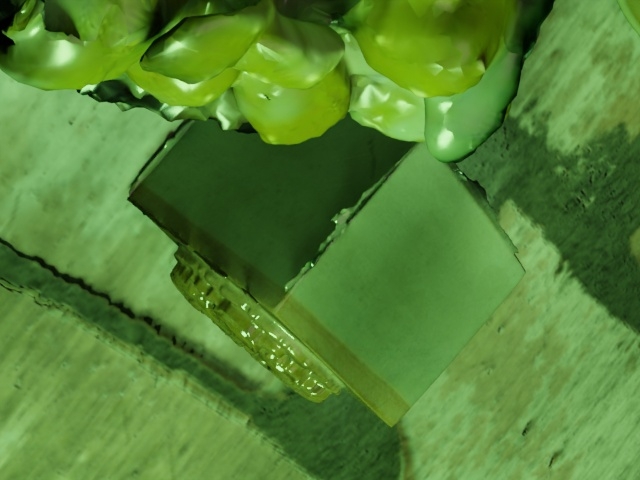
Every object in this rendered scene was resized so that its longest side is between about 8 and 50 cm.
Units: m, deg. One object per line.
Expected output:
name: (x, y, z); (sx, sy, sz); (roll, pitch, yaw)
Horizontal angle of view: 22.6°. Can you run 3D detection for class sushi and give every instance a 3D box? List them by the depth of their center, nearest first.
sushi: (0.008, -0.179, 0.685); (0.328, 0.285, 0.328); (30, 92, -48)

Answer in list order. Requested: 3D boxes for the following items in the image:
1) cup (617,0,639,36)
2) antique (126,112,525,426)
cup: (0.332, -0.176, 1.050); (0.202, 0.173, 0.255); (-52, 136, -3)
antique: (0.000, 0.000, 0.882); (0.148, 0.146, 0.152); (-48, 137, -5)
